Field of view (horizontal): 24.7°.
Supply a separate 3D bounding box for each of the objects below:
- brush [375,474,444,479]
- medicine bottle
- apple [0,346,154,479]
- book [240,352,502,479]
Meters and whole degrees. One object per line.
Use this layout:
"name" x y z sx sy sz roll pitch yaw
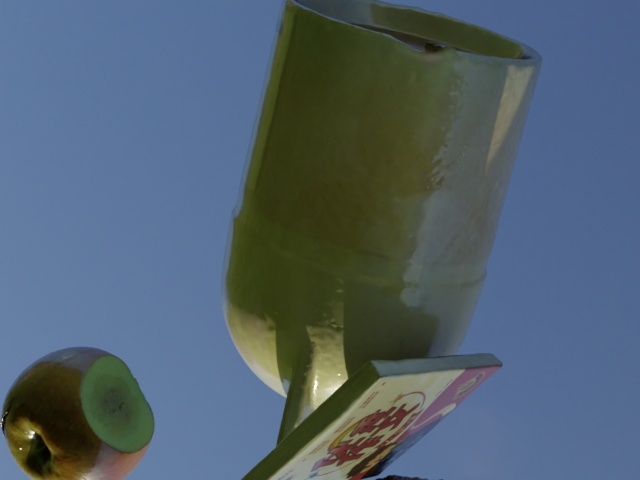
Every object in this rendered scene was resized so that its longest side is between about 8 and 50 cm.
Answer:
"brush" 0.162 0.260 1.378 0.060 0.321 0.050 -33 -126 38
"medicine bottle" 0.036 -0.001 1.317 0.236 0.236 0.406 30 -68 43
"apple" -0.257 0.188 1.571 0.163 0.147 0.146 -10 -75 47
"book" 0.043 0.148 1.178 0.162 0.232 0.022 -45 -112 20
